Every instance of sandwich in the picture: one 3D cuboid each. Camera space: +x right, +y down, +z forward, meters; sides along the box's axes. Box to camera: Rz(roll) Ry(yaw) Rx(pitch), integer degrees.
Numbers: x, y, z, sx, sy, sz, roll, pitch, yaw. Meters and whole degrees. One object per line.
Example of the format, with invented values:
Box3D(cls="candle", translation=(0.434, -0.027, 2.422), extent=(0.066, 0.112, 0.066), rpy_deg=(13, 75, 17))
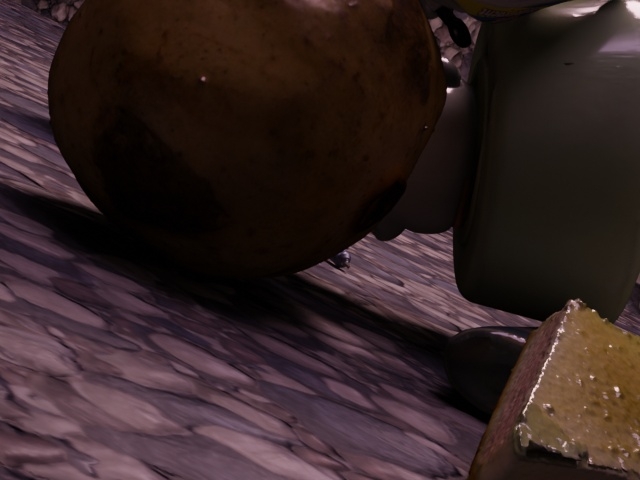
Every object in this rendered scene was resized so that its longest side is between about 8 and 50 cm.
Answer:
Box3D(cls="sandwich", translation=(0.152, 0.094, 0.765), extent=(0.193, 0.058, 0.162), rpy_deg=(18, 33, -29))

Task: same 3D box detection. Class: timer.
Box3D(cls="timer", translation=(0.103, -0.076, 1.145), extent=(0.315, 0.290, 0.291), rpy_deg=(5, 7, 0))

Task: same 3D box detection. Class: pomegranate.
Box3D(cls="pomegranate", translation=(-0.048, -0.104, 0.938), extent=(0.281, 0.281, 0.281), rpy_deg=(25, 6, -3))

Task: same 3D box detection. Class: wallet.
Box3D(cls="wallet", translation=(0.244, 0.128, 1.034), extent=(0.252, 0.083, 0.360), rpy_deg=(22, 5, 18))

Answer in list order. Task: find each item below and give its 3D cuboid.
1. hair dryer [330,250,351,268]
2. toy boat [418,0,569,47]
Box3D(cls="hair dryer", translation=(0.000, 0.000, 1.350), extent=(0.063, 0.037, 0.114), rpy_deg=(18, 16, -37))
Box3D(cls="toy boat", translation=(0.132, -0.222, 1.017), extent=(0.141, 0.140, 0.269), rpy_deg=(30, 40, 35))
